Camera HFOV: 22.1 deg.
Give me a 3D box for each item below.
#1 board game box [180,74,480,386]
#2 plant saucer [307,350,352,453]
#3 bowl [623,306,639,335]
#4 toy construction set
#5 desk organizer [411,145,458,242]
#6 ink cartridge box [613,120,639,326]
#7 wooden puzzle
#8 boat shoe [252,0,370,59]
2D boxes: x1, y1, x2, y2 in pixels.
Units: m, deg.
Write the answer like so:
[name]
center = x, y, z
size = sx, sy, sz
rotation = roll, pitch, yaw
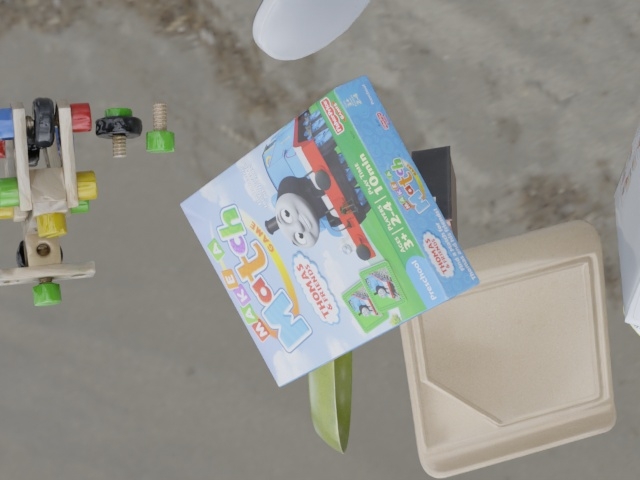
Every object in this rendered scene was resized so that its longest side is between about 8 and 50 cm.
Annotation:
[board game box]
center = 0.000, 0.000, 1.162
size = 0.211, 0.039, 0.160
rotation = -33, 85, 51
[plant saucer]
center = 0.011, 0.139, 1.997
size = 0.037, 0.241, 0.241
rotation = -1, 108, 7
[bowl]
center = 0.373, 0.077, 1.523
size = 0.170, 0.170, 0.080
rotation = 32, 80, 25
[toy construction set]
center = -0.367, -0.042, 1.965
size = 0.257, 0.309, 0.237
rotation = -7, 83, 50
[desk organizer]
center = 0.131, -0.046, 1.870
size = 0.047, 0.130, 0.050
rotation = -8, 131, 11
[ink cartridge box]
center = 0.406, -0.008, 1.427
size = 0.272, 0.309, 0.130
rotation = 16, 112, 2
[wooden puzzle]
center = 0.191, 0.111, 1.694
size = 0.044, 0.221, 0.238
rotation = -128, 26, -66
[boat shoe]
center = 0.015, -0.303, 1.689
size = 0.267, 0.096, 0.088
rotation = -54, 41, -2
